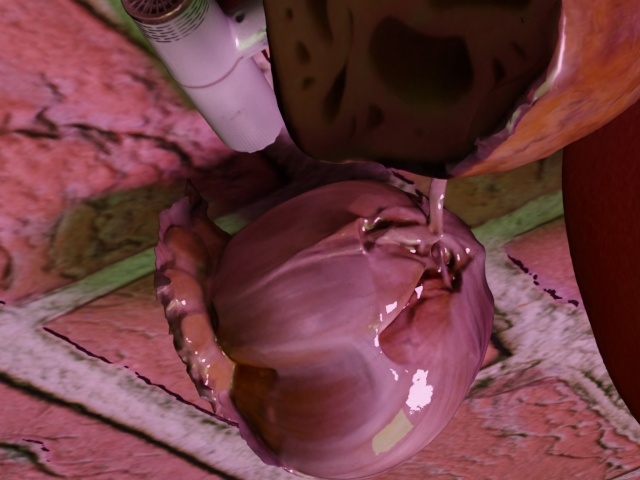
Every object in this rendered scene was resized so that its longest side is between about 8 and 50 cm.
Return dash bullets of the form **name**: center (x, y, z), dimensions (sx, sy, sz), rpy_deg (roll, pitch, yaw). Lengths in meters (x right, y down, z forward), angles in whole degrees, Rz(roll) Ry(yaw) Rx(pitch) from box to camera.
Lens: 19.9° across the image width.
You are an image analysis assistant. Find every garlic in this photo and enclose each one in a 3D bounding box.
- **garlic**: center (0.000, 0.000, 1.056), dimensions (0.207, 0.207, 0.257), rpy_deg (-4, 116, -23)

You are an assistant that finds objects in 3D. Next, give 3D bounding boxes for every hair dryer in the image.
- **hair dryer**: center (0.005, -0.122, 0.940), dimensions (0.183, 0.044, 0.155), rpy_deg (-23, 155, 5)

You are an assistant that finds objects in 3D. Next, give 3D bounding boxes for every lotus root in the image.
- **lotus root**: center (0.088, -0.129, 0.806), dimensions (0.180, 0.188, 0.199), rpy_deg (-8, -170, -36)

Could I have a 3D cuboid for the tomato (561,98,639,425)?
- **tomato**: center (0.302, -0.018, 1.040), dimensions (0.341, 0.273, 0.341), rpy_deg (-25, -163, 8)
